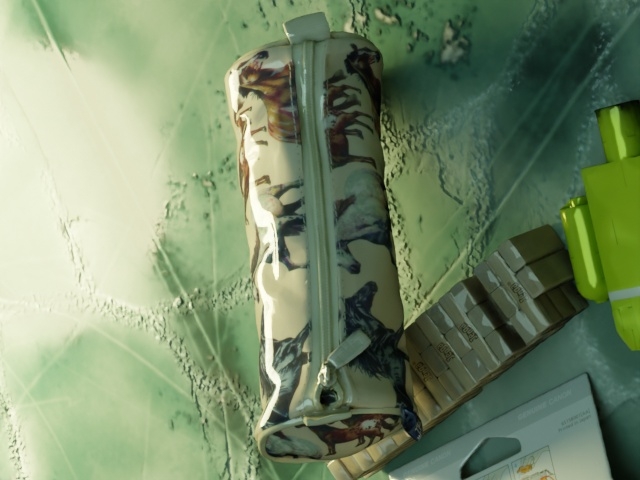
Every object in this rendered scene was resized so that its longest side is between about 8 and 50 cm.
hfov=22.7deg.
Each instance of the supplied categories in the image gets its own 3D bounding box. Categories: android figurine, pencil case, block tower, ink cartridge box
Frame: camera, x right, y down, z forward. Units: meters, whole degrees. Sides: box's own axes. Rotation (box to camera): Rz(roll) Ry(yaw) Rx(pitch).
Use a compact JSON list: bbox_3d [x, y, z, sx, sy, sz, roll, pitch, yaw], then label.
[{"bbox_3d":[0.337,-0.001,1.444,0.248,0.056,0.273,-15,90,34],"label":"android figurine"},{"bbox_3d":[0.000,0.000,1.528,0.183,0.159,0.411,122,144,-70],"label":"pencil case"},{"bbox_3d":[0.117,0.123,1.589,0.335,0.097,0.091,-44,74,32],"label":"block tower"},{"bbox_3d":[0.198,0.296,1.578,0.275,0.060,0.239,-32,50,33],"label":"ink cartridge box"}]
